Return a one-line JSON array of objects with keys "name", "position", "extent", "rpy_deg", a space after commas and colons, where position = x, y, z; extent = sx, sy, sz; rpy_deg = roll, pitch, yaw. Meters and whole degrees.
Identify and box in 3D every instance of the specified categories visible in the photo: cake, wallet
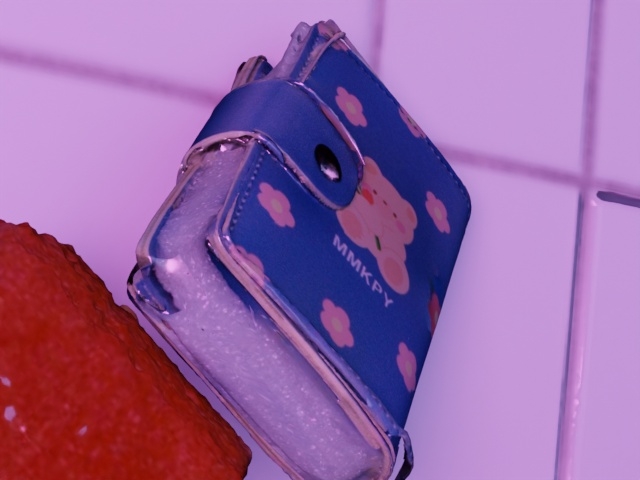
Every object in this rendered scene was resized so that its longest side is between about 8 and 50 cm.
[{"name": "cake", "position": [-0.168, 0.122, 0.660], "extent": [0.151, 0.177, 0.283], "rpy_deg": [51, 59, -14]}, {"name": "wallet", "position": [0.001, 0.000, 0.769], "extent": [0.141, 0.059, 0.202], "rpy_deg": [48, 31, -17]}]
